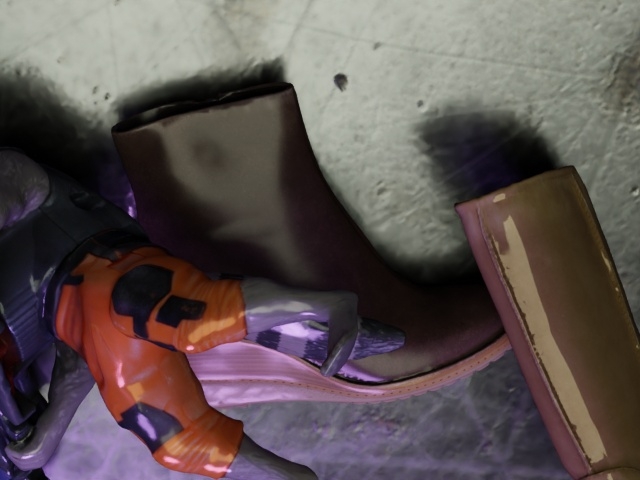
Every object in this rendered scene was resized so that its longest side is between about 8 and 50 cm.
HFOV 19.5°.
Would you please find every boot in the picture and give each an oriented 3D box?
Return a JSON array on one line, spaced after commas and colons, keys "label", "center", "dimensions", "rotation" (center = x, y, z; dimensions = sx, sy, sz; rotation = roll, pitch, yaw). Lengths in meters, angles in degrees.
[{"label": "boot", "center": [0.000, 0.000, 1.199], "dimensions": [0.248, 0.090, 0.207], "rotation": [-9, 111, 0]}, {"label": "boot", "center": [0.198, 0.080, 1.229], "dimensions": [0.089, 0.236, 0.269], "rotation": [-22, 87, 23]}]

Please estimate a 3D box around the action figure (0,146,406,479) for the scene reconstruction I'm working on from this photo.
[{"label": "action figure", "center": [-0.133, 0.061, 1.150], "dimensions": [0.330, 0.341, 0.178], "rotation": [29, 60, 15]}]
